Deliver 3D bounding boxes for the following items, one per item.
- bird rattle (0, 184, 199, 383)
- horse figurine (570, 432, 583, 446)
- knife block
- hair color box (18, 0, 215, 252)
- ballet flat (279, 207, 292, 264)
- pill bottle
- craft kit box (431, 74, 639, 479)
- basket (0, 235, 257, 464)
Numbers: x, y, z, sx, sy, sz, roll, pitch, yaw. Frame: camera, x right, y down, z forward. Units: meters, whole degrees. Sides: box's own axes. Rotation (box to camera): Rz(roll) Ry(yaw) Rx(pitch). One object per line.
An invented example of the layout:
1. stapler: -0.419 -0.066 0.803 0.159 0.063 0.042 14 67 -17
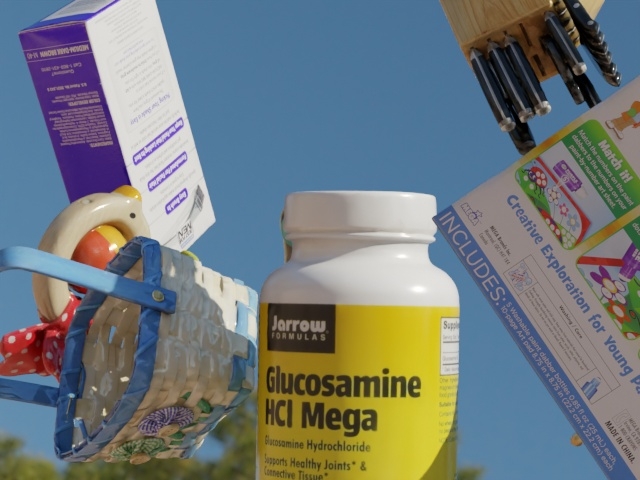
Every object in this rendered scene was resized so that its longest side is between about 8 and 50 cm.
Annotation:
1. bird rattle: -0.263 0.048 1.878 0.143 0.253 0.207 24 -51 44
2. horse figurine: 0.314 0.088 1.514 0.066 0.263 0.174 34 -32 4
3. knife block: 0.164 -0.195 1.597 0.276 0.242 0.088 13 -31 37
4. hair color box: -0.252 -0.137 2.114 0.110 0.185 0.338 -7 -69 24
5. ballet flat: 0.000 0.000 1.828 0.086 0.086 0.248 24 -28 5
6. pill bottle: 0.034 0.124 1.545 0.188 0.333 0.188 0 -2 0
7. craft kit box: 0.251 0.015 1.207 0.250 0.247 0.061 58 11 13
8. basket: -0.220 0.107 1.672 0.289 0.201 0.255 17 -36 -19
